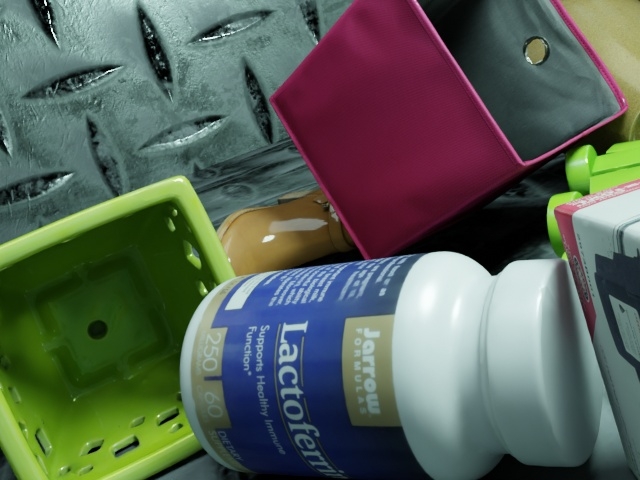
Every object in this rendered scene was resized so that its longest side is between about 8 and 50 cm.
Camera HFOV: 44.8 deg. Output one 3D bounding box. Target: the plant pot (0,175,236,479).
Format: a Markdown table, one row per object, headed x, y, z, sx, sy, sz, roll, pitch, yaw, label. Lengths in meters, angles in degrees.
| x | y | z | sx | sy | sz | roll | pitch | yaw | label |
| --- | --- | --- | --- | --- | --- | --- | --- | --- | --- |
| -0.201 | 0.085 | 0.731 | 0.228 | 0.227 | 0.207 | -25 | 9 | -18 | plant pot |

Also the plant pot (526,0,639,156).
| x | y | z | sx | sy | sz | roll | pitch | yaw | label |
| --- | --- | --- | --- | --- | --- | --- | --- | --- | --- |
| 0.397 | -0.190 | 1.019 | 0.237 | 0.237 | 0.254 | -18 | 29 | 1 | plant pot |

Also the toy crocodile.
| x | y | z | sx | sy | sz | roll | pitch | yaw | label |
| --- | --- | --- | --- | --- | --- | --- | --- | --- | --- |
| 0.305 | -0.030 | 0.774 | 0.115 | 0.105 | 0.340 | -12 | 21 | 31 | toy crocodile |

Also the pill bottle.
| x | y | z | sx | sy | sz | roll | pitch | yaw | label |
| --- | --- | --- | --- | --- | --- | --- | --- | --- | --- |
| 0.045 | 0.088 | 0.538 | 0.265 | 0.153 | 0.153 | -9 | 18 | 34 | pill bottle |

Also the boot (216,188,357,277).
| x | y | z | sx | sy | sz | roll | pitch | yaw | label |
| --- | --- | --- | --- | --- | --- | --- | --- | --- | --- |
| 0.000 | 0.000 | 1.044 | 0.220 | 0.109 | 0.283 | 0 | 20 | 34 | boot |

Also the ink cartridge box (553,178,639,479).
| x | y | z | sx | sy | sz | roll | pitch | yaw | label |
| --- | --- | --- | --- | --- | --- | --- | --- | --- | --- |
| 0.196 | 0.058 | 0.350 | 0.100 | 0.171 | 0.237 | -17 | 4 | 7 | ink cartridge box |

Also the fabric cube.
| x | y | z | sx | sy | sz | roll | pitch | yaw | label |
| --- | --- | --- | --- | --- | --- | --- | --- | --- | --- |
| 0.148 | -0.162 | 0.925 | 0.259 | 0.254 | 0.258 | -26 | -9 | -41 | fabric cube |
